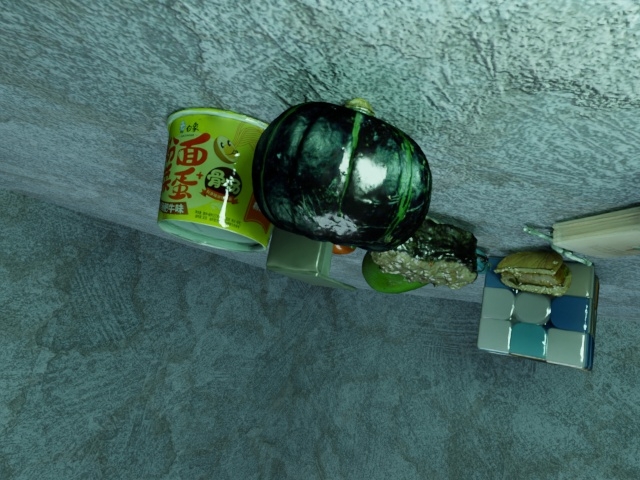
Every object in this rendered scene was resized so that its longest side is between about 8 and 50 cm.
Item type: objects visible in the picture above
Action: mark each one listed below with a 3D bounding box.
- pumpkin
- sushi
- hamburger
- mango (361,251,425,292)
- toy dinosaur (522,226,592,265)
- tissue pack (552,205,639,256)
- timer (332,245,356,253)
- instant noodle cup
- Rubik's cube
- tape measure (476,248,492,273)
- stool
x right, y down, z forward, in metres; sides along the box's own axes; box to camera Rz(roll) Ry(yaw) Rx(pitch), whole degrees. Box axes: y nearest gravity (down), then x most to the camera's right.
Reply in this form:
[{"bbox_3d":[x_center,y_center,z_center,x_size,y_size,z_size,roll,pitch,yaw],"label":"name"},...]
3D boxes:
[{"bbox_3d":[0.036,-0.110,0.709,0.315,0.238,0.315,18,-174,-2],"label":"pumpkin"},{"bbox_3d":[0.294,0.028,1.258,0.350,0.170,0.211,20,164,-23],"label":"sushi"},{"bbox_3d":[0.691,0.099,1.388,0.124,0.131,0.262,51,163,-13],"label":"hamburger"},{"bbox_3d":[0.290,0.090,1.557,0.225,0.201,0.382,26,162,-20],"label":"mango"},{"bbox_3d":[0.665,0.013,1.169,0.242,0.053,0.167,4,-158,-46],"label":"toy dinosaur"},{"bbox_3d":[0.696,-0.017,0.935,0.170,0.071,0.325,12,169,-15],"label":"tissue pack"},{"bbox_3d":[0.082,0.001,1.586,0.136,0.099,0.136,-3,170,0],"label":"timer"},{"bbox_3d":[-0.203,-0.109,0.928,0.311,0.221,0.311,10,167,2],"label":"instant noodle cup"},{"bbox_3d":[0.805,0.270,1.579,0.347,0.346,0.344,2,167,35],"label":"Rubik's cube"},{"bbox_3d":[0.521,0.068,1.527,0.146,0.081,0.125,2,155,39],"label":"tape measure"},{"bbox_3d":[0.000,0.000,1.259,0.170,0.243,0.270,5,168,29],"label":"stool"}]
